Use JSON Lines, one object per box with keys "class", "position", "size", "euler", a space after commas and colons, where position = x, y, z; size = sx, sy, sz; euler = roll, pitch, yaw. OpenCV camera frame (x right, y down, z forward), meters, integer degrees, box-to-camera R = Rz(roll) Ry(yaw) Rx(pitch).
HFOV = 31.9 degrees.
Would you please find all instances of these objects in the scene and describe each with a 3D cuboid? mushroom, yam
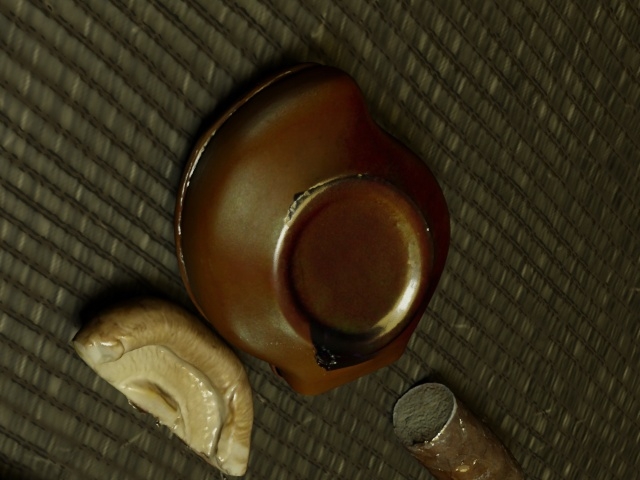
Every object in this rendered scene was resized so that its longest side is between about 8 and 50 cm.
{"class": "mushroom", "position": [-0.117, 0.112, 0.927], "size": [0.094, 0.072, 0.210], "euler": [-45, 126, -2]}
{"class": "yam", "position": [0.134, 0.206, 1.088], "size": [0.079, 0.079, 0.141], "euler": [-44, 123, -4]}

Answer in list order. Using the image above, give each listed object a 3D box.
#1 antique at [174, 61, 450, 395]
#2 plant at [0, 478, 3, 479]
{"class": "antique", "position": [0.000, 0.000, 0.907], "size": [0.224, 0.129, 0.278], "euler": [-18, 119, -22]}
{"class": "plant", "position": [-0.280, 0.255, 0.874], "size": [0.203, 0.142, 0.131], "euler": [22, 109, -41]}
